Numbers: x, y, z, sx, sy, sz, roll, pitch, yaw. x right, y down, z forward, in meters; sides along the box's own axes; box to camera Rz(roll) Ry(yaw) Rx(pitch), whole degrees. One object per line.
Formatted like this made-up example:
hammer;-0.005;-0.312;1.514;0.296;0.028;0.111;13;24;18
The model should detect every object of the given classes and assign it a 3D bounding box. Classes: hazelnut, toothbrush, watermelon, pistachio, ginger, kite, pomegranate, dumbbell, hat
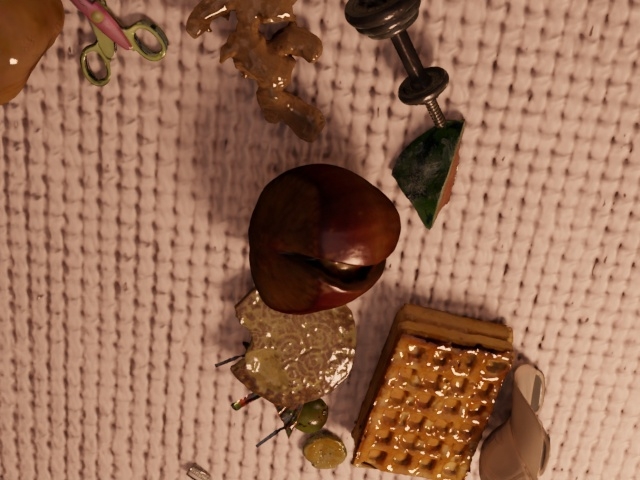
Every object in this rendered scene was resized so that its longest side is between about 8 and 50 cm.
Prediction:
hazelnut;0.000;0.000;1.495;0.217;0.217;0.251;24;127;-14
toothbrush;-0.135;0.500;1.876;0.288;0.024;0.026;40;99;-20
watermelon;0.168;-0.114;1.508;0.101;0.080;0.155;33;124;21
pistachio;-0.479;-0.306;1.322;0.260;0.163;0.213;43;83;-19
ginger;-0.059;-0.254;1.413;0.149;0.065;0.259;-34;113;15
kite;-0.079;0.246;1.692;0.160;0.010;0.183;-26;90;-2
pomegranate;-0.024;0.299;1.739;0.073;0.084;0.073;4;81;-23
dumbbell;0.121;-0.259;1.392;0.110;0.110;0.255;-23;124;12
hat;0.317;0.336;1.686;0.164;0.219;0.226;-19;110;18

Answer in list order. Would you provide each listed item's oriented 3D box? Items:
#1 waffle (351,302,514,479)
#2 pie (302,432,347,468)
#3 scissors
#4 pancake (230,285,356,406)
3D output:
waffle;0.189;0.264;1.703;0.212;0.091;0.308;12;121;-8
pie;0.009;0.379;1.807;0.084;0.020;0.084;0;123;0
scissors;-0.307;-0.313;1.398;0.133;0.020;0.187;-24;120;9
pancake;-0.045;0.165;1.648;0.211;0.029;0.235;9;105;-8
